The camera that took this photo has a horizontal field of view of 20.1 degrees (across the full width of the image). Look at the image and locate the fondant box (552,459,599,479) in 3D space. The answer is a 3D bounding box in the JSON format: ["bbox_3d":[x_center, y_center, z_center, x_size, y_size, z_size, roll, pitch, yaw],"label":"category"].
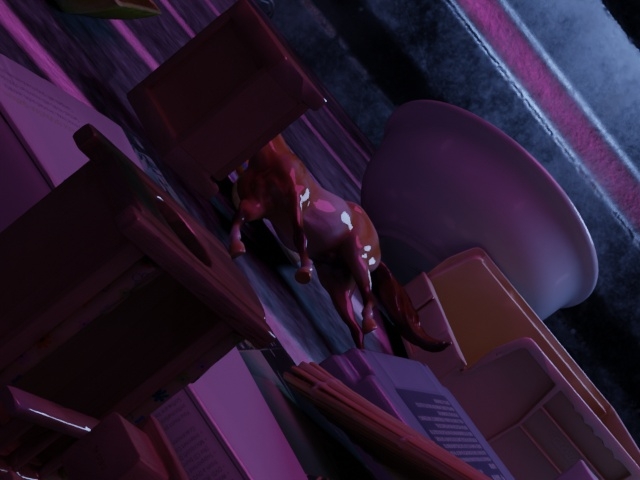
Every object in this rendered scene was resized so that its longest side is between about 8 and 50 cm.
[{"bbox_3d":[0.312,0.372,1.556,0.330,0.096,0.238,49,8,-31],"label":"fondant box"}]

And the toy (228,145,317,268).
[{"bbox_3d":[-0.034,-0.044,1.597,0.137,0.056,0.237,54,7,2],"label":"toy"}]

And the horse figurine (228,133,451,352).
[{"bbox_3d":[0.000,0.000,1.438,0.263,0.066,0.174,43,27,-34],"label":"horse figurine"}]

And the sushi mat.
[{"bbox_3d":[0.121,0.152,0.847,0.316,0.019,0.151,27,-15,45],"label":"sushi mat"}]

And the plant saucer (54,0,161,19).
[{"bbox_3d":[-0.221,-0.250,1.486,0.188,0.045,0.188,52,7,0],"label":"plant saucer"}]

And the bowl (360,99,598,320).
[{"bbox_3d":[0.143,0.002,1.949,0.298,0.134,0.298,38,-24,20],"label":"bowl"}]

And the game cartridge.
[{"bbox_3d":[0.091,0.174,1.324,0.198,0.062,0.297,58,8,13],"label":"game cartridge"}]

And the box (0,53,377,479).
[{"bbox_3d":[-0.070,0.056,0.885,0.322,0.058,0.232,55,8,18],"label":"box"}]

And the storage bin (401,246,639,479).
[{"bbox_3d":[0.196,0.160,1.755,0.260,0.123,0.262,50,8,-17],"label":"storage bin"}]

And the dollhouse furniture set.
[{"bbox_3d":[-0.042,0.043,0.625,0.101,0.182,0.161,44,10,-46],"label":"dollhouse furniture set"}]
